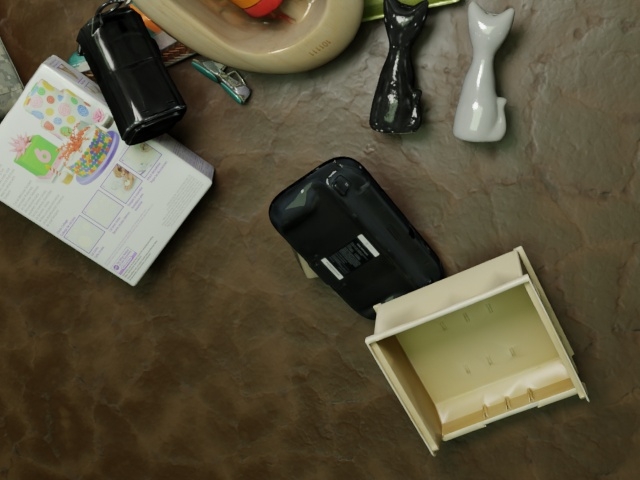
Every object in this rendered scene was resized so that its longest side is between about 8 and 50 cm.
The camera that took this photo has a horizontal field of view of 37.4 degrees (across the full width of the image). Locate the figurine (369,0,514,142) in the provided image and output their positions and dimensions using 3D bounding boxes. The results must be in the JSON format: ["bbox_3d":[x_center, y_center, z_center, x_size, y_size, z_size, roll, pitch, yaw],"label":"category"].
[{"bbox_3d":[0.189,-0.267,1.455,0.215,0.092,0.209,8,110,12],"label":"figurine"}]

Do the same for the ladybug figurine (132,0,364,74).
[{"bbox_3d":[-0.125,-0.421,1.378,0.305,0.449,0.162,-30,47,25],"label":"ladybug figurine"}]

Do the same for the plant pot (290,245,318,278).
[{"bbox_3d":[0.000,0.000,1.544,0.109,0.109,0.096,-10,114,-11],"label":"plant pot"}]

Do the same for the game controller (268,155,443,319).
[{"bbox_3d":[0.060,0.006,1.481,0.166,0.067,0.319,-28,128,20],"label":"game controller"}]

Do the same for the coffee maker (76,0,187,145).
[{"bbox_3d":[-0.292,-0.249,1.437,0.120,0.171,0.178,-28,85,-2],"label":"coffee maker"}]

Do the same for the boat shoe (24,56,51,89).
[{"bbox_3d":[-0.496,-0.279,1.675,0.035,0.035,0.100,35,103,-22],"label":"boat shoe"}]

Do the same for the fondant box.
[{"bbox_3d":[-0.378,-0.113,1.582,0.330,0.096,0.238,35,106,-16],"label":"fondant box"}]

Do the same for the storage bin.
[{"bbox_3d":[0.248,0.182,1.482,0.262,0.123,0.260,-24,111,16],"label":"storage bin"}]

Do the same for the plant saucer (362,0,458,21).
[{"bbox_3d":[0.117,-0.449,1.486,0.188,0.045,0.188,-8,97,15],"label":"plant saucer"}]

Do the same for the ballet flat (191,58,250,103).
[{"bbox_3d":[-0.163,-0.276,1.591,0.114,0.041,0.041,39,105,5],"label":"ballet flat"}]

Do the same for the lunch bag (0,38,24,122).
[{"bbox_3d":[-0.689,-0.298,1.573,0.212,0.256,0.305,-16,103,30],"label":"lunch bag"}]

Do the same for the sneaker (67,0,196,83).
[{"bbox_3d":[-0.295,-0.354,1.582,0.302,0.108,0.121,-17,81,17],"label":"sneaker"}]
